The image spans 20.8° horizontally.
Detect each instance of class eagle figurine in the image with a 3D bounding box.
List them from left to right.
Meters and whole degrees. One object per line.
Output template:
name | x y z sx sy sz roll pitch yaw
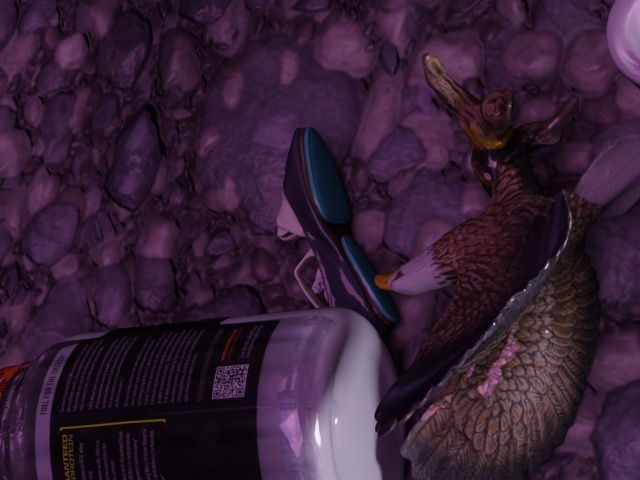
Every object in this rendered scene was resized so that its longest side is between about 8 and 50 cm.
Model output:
eagle figurine | 0.138 0.039 1.374 0.225 0.226 0.298 -40 42 53

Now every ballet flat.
ballet flat | 0.000 0.000 1.519 0.074 0.074 0.203 -29 73 18

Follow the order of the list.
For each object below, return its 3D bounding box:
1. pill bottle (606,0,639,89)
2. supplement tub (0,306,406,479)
pill bottle | 0.288 -0.144 1.352 0.094 0.169 0.094 -5 79 25
supplement tub | -0.114 0.171 1.465 0.338 0.207 0.207 -6 78 23
